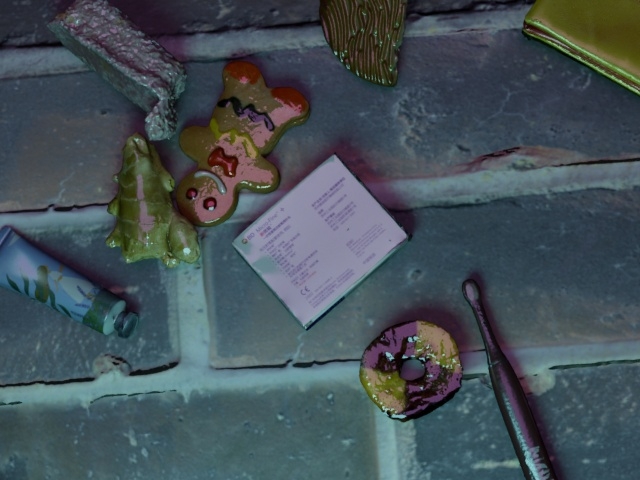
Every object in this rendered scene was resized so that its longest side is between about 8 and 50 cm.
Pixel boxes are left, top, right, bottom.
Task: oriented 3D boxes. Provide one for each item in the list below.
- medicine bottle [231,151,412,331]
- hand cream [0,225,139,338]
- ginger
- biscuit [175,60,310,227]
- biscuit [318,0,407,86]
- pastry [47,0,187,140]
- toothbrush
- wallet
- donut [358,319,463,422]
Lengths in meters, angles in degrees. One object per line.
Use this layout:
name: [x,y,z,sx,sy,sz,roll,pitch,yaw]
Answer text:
medicine bottle: [0.000,0.000,1.500,0.201,0.052,0.171,-42,78,-4]
hand cream: [-0.374,0.068,1.521,0.256,0.055,0.088,26,77,16]
ginger: [-0.250,-0.045,1.517,0.115,0.081,0.205,-31,77,31]
biscuit: [-0.125,-0.132,1.547,0.165,0.036,0.250,29,82,11]
biscuit: [0.080,-0.337,1.545,0.176,0.031,0.229,-28,79,22]
pastry: [-0.278,-0.258,1.550,0.112,0.103,0.265,-40,75,-11]
toothbrush: [0.259,0.222,1.439,0.041,0.041,0.364,-20,77,0]
wallet: [0.422,-0.299,1.529,0.241,0.067,0.141,31,77,6]
donut: [0.123,0.178,1.448,0.140,0.059,0.140,-1,78,5]
